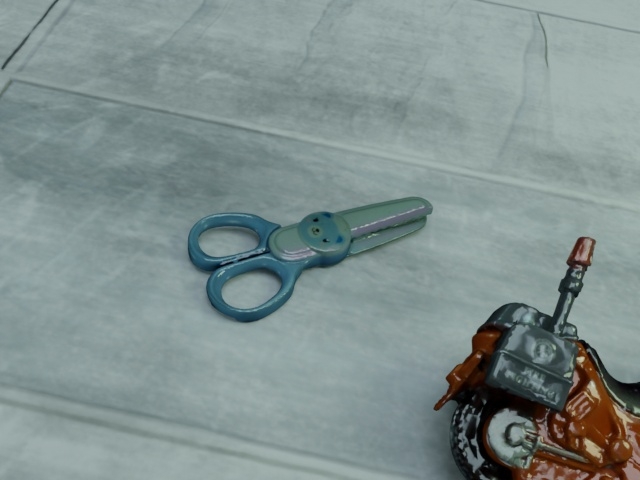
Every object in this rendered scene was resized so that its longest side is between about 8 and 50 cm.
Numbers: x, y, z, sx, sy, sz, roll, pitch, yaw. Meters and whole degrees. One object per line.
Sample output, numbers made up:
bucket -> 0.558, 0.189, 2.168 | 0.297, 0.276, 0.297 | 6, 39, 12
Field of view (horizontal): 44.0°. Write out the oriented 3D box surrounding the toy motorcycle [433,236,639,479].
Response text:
toy motorcycle -> 0.265, 0.141, 0.637 | 0.325, 0.148, 0.221 | 23, 71, 4

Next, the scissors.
scissors -> 0.000, 0.000, 0.794 | 0.256, 0.030, 0.125 | -16, 54, -20
